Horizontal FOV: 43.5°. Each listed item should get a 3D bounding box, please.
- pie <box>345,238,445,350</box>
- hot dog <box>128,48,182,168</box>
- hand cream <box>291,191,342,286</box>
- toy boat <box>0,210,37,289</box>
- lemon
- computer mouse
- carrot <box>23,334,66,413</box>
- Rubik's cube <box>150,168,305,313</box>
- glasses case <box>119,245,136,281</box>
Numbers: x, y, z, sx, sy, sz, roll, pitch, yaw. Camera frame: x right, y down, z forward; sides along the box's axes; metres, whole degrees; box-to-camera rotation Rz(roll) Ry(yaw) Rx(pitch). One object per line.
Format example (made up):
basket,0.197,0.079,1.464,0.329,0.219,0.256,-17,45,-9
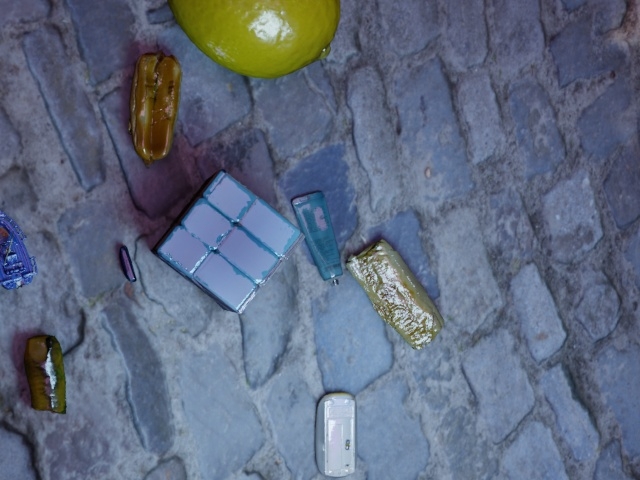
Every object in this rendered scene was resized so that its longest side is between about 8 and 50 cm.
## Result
pie,0.179,0.125,1.907,0.128,0.068,0.282,-38,98,-1
hot dog,-0.367,-0.294,1.771,0.109,0.072,0.269,7,86,-13
hand cream,0.000,0.000,1.882,0.083,0.048,0.224,-16,87,-15
toy boat,-0.647,0.012,1.669,0.091,0.110,0.175,-19,89,-32
lemon,-0.119,-0.504,1.705,0.364,0.364,0.364,0,89,-15
computer mouse,0.040,0.454,1.878,0.102,0.045,0.199,-1,89,-16
carrot,-0.583,0.287,1.699,0.082,0.082,0.173,-5,90,-15
Rubik's cube,-0.208,0.007,1.730,0.231,0.221,0.224,39,79,-11
glasses case,-0.428,0.054,1.768,0.023,0.033,0.083,-17,93,-4
